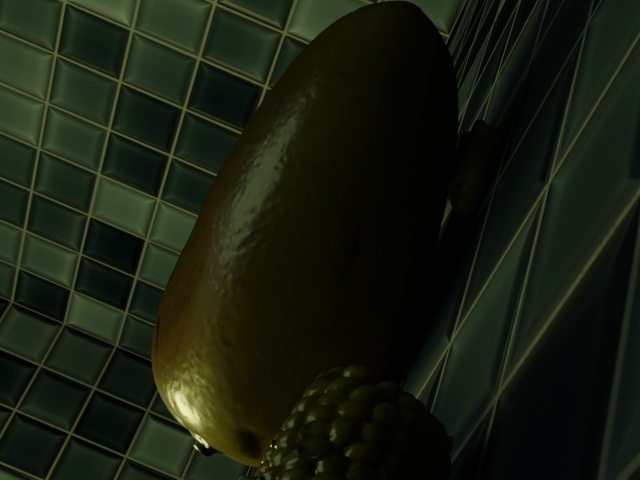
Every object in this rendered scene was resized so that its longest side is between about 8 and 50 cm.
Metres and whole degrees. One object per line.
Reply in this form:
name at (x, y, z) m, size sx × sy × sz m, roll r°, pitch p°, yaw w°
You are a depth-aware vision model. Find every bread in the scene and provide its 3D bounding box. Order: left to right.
bread at (0.124, -0.059, 1.071) m, size 0.049 × 0.033 × 0.088 m, roll 104°, pitch -174°, yaw -54°

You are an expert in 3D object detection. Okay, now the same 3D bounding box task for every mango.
mango at (0.000, 0.000, 1.157) m, size 0.445 × 0.220 × 0.301 m, roll -64°, pitch -4°, yaw 19°

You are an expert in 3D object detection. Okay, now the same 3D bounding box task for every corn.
corn at (-0.013, 0.194, 0.567) m, size 0.115 × 0.115 × 0.318 m, roll 114°, pitch -179°, yaw -53°

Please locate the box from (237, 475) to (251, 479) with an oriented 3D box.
box at (-0.065, 0.302, 0.858) m, size 0.252 × 0.106 × 0.203 m, roll -75°, pitch 6°, yaw -76°
